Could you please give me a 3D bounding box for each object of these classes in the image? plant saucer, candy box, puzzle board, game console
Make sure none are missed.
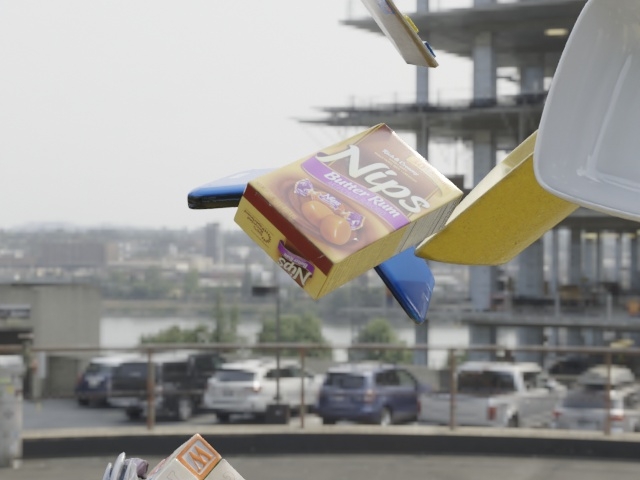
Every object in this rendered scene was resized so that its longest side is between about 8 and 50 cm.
[{"bbox_3d":[0.290,-0.105,1.276,0.333,0.081,0.333,-42,-2,34],"label":"plant saucer"},{"bbox_3d":[0.028,-0.031,1.023,0.109,0.053,0.187,43,43,19],"label":"candy box"},{"bbox_3d":[0.077,-0.218,1.166,0.011,0.096,0.128,-38,13,-1],"label":"puzzle board"},{"bbox_3d":[0.000,0.000,1.377,0.250,0.173,0.293,-4,6,9],"label":"game console"}]

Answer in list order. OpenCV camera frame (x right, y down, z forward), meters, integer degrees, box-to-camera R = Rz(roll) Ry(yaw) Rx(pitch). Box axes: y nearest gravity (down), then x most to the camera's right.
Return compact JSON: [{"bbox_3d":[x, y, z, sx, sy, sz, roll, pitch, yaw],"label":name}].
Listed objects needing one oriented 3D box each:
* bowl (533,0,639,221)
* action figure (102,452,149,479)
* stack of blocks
[{"bbox_3d":[0.206,-0.073,0.665,0.142,0.142,0.053,16,-6,30],"label":"bowl"},{"bbox_3d":[-0.150,0.276,1.058,0.285,0.185,0.099,-22,20,47],"label":"action figure"},{"bbox_3d":[-0.237,0.383,1.381,0.297,0.087,0.171,-46,2,-35],"label":"stack of blocks"}]
